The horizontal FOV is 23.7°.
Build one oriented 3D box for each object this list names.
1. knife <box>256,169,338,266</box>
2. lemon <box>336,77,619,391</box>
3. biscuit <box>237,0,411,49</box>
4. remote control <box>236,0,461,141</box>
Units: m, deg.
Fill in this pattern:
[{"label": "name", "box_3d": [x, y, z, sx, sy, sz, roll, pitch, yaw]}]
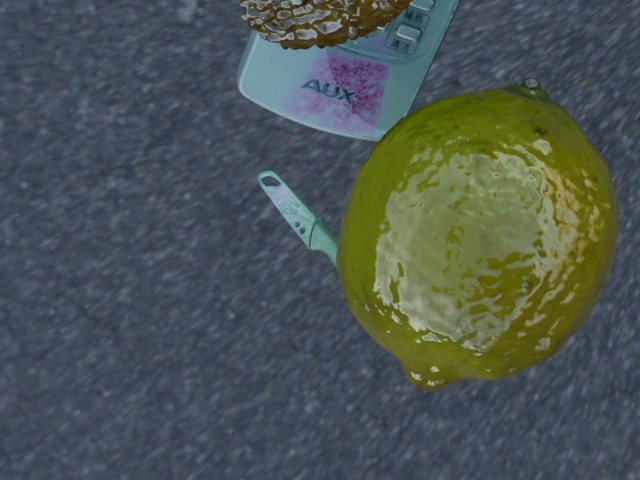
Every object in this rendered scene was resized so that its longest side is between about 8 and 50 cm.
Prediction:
[{"label": "knife", "box_3d": [0.000, 0.000, 1.412, 0.207, 0.014, 0.030, 49, 115, 32]}, {"label": "lemon", "box_3d": [0.110, -0.004, 1.069, 0.192, 0.192, 0.231, 21, 95, 13]}, {"label": "biscuit", "box_3d": [-0.016, -0.149, 0.658, 0.126, 0.025, 0.206, 2, 149, 30]}, {"label": "remote control", "box_3d": [0.054, -0.235, 1.144, 0.145, 0.050, 0.344, 16, 120, -12]}]
